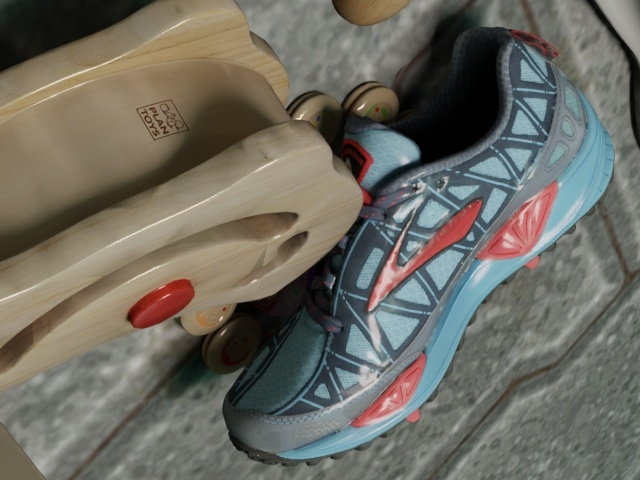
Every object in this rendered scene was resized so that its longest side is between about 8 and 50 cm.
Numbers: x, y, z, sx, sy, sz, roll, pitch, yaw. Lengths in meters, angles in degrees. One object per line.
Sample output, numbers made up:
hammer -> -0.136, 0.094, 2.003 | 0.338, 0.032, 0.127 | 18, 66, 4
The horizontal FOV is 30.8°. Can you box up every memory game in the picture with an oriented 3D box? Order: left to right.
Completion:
memory game -> 0.000, 0.000, 0.635 | 0.186, 0.012, 0.186 | -26, 135, -30

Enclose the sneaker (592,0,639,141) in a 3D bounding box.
sneaker -> 0.332, -0.087, 0.705 | 0.169, 0.257, 0.447 | -55, 142, 2

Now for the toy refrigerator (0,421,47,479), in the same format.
toy refrigerator -> -0.145, 0.214, 0.581 | 0.094, 0.102, 0.270 | -30, 136, -26

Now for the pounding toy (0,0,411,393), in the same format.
pounding toy -> -0.082, -0.046, 0.474 | 0.269, 0.155, 0.154 | -28, 164, -15

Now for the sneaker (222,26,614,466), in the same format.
sneaker -> 0.031, -0.006, 0.596 | 0.262, 0.104, 0.125 | -47, 124, -14
